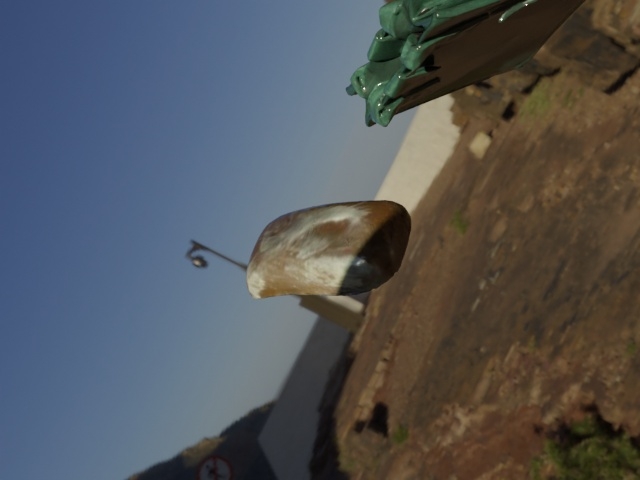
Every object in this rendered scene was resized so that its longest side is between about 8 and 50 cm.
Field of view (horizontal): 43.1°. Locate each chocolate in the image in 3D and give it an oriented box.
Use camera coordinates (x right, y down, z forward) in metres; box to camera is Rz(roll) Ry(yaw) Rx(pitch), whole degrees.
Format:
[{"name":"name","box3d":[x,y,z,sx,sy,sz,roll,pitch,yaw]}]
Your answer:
[{"name":"chocolate","box3d":[-0.001,0.000,1.202,0.080,0.254,0.156,57,-141,-39]}]

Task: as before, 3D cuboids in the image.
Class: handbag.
[{"name":"handbag","box3d":[0.157,-0.222,0.831,0.239,0.089,0.326,-28,-2,-10]}]
